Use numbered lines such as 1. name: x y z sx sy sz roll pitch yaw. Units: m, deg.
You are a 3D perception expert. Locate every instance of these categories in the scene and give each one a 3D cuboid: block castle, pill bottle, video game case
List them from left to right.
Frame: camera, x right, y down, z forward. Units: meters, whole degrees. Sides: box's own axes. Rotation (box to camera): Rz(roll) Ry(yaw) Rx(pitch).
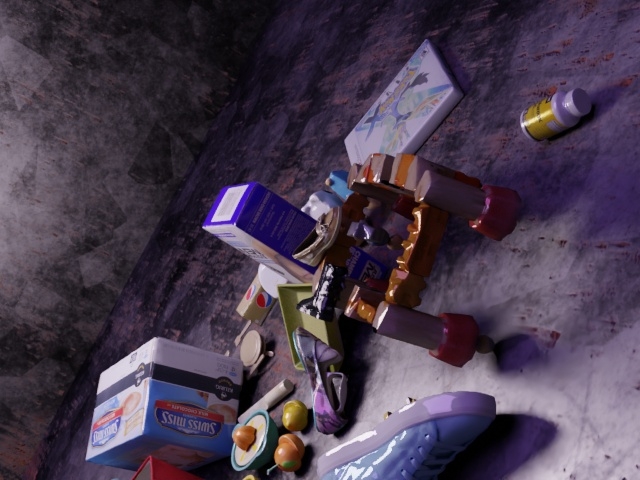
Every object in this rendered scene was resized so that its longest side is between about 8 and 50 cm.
1. video game case: 0.181 -0.279 2.224 0.329 0.036 0.300 -50 25 22
2. block castle: 0.170 0.023 1.682 0.453 0.213 0.303 -159 87 -73
3. pill bottle: 0.406 -0.218 1.658 0.116 0.065 0.065 -26 40 52

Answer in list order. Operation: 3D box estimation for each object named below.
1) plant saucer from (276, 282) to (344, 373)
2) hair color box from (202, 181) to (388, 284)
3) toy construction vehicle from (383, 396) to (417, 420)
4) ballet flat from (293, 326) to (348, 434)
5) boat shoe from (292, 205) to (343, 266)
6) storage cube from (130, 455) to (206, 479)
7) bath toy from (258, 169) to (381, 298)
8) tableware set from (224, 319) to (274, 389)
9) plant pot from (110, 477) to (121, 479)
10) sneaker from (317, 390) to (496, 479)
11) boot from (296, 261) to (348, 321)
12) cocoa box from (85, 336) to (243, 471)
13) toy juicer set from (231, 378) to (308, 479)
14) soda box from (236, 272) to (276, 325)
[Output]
1. plant saucer: -0.013 0.174 1.973 0.188 0.045 0.188 -6 98 63
2. hair color box: -0.052 0.015 1.959 0.185 0.339 0.110 -2 60 64
3. toy construction vehicle: 0.137 0.307 1.615 0.086 0.035 0.098 -48 26 26
4. ballet flat: 0.010 0.259 1.841 0.079 0.077 0.221 -26 62 21
5. boat shoe: -0.003 -0.010 1.806 0.153 0.048 0.056 124 157 -45
6. storage cube: -0.315 0.597 1.991 0.183 0.193 0.215 -53 23 15
7. bath toy: 0.000 0.000 2.153 0.348 0.151 0.129 -50 -14 28
8. tableware set: -0.178 0.295 2.268 0.194 0.039 0.128 -55 38 26
9. plant pot: -0.504 0.699 2.212 0.247 0.248 0.252 -38 15 42
10. sneaker: 0.141 0.352 1.476 0.366 0.135 0.150 -41 49 40
11. boot: 0.004 0.087 1.695 0.121 0.045 0.099 12 87 66
12. cocoa box: -0.365 0.400 2.240 0.347 0.231 0.228 -32 45 50
13. toy juicer set: -0.116 0.384 1.972 0.209 0.089 0.329 -53 23 16
14. soda box: -0.132 0.114 2.366 0.181 0.058 0.061 -60 23 1
